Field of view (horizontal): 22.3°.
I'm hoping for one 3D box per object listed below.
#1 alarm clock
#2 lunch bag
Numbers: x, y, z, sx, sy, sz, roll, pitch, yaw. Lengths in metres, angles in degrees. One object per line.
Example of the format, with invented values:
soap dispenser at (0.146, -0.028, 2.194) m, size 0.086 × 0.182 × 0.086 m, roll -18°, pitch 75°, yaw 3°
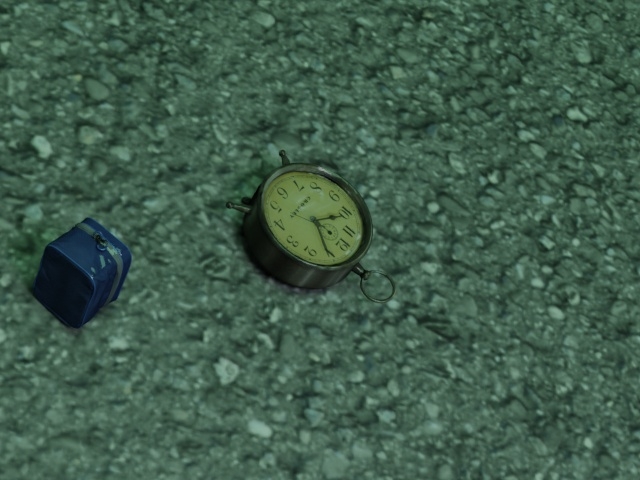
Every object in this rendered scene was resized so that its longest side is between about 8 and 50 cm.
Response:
alarm clock at (0.000, 0.000, 1.683) m, size 0.192 × 0.064 × 0.129 m, roll 39°, pitch 50°, yaw 5°
lunch bag at (-0.221, 0.026, 1.532) m, size 0.067 × 0.098 × 0.065 m, roll 40°, pitch 47°, yaw 10°
